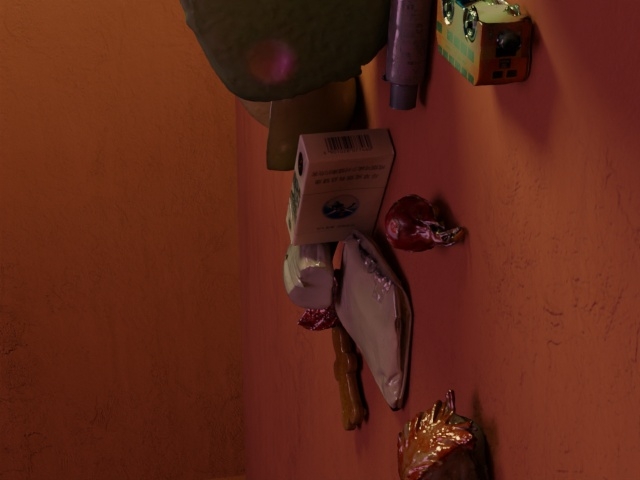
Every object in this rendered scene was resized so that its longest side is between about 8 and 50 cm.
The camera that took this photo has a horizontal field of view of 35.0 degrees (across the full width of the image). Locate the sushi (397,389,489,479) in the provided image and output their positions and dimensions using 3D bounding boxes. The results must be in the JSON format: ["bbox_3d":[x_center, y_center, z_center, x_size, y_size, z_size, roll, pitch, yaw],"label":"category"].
[{"bbox_3d":[0.181,0.389,1.504,0.124,0.130,0.332,-129,31,-61],"label":"sushi"}]

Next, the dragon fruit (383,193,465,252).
[{"bbox_3d":[0.155,-0.023,1.551,0.190,0.094,0.094,-158,64,-71],"label":"dragon fruit"}]

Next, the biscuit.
[{"bbox_3d":[0.060,0.291,2.213,0.158,0.035,0.240,130,134,-70],"label":"biscuit"}]

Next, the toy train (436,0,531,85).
[{"bbox_3d":[0.202,-0.258,1.272,0.188,0.072,0.099,-114,24,-58],"label":"toy train"}]

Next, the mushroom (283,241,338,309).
[{"bbox_3d":[0.000,0.000,2.098,0.159,0.122,0.328,-42,24,34],"label":"mushroom"}]

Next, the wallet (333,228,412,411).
[{"bbox_3d":[0.101,0.136,1.921,0.335,0.068,0.274,-119,23,-49],"label":"wallet"}]

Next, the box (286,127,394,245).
[{"bbox_3d":[0.033,-0.097,1.895,0.256,0.164,0.069,102,158,-53],"label":"box"}]

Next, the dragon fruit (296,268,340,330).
[{"bbox_3d":[0.034,0.134,2.202,0.106,0.083,0.162,-24,-33,-60],"label":"dragon fruit"}]

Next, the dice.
[{"bbox_3d":[-0.063,-0.442,1.661,0.322,0.330,0.318,-101,-13,-56],"label":"dice"}]

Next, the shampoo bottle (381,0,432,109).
[{"bbox_3d":[0.135,-0.307,1.576,0.072,0.072,0.214,-114,23,-57],"label":"shampoo bottle"}]

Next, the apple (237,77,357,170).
[{"bbox_3d":[-0.045,-0.297,2.033,0.257,0.233,0.295,79,166,-51],"label":"apple"}]
